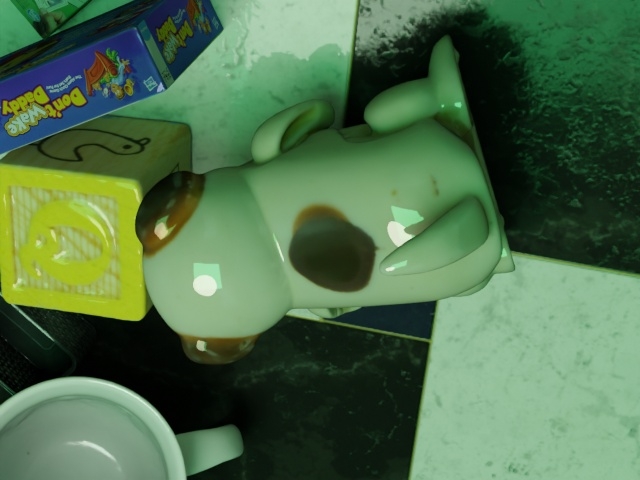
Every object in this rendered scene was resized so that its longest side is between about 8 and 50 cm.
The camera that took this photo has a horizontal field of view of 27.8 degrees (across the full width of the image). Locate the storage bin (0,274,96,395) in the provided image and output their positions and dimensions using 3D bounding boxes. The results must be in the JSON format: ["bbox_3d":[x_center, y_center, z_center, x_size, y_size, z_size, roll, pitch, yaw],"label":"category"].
[{"bbox_3d":[-0.417,0.124,1.792,0.180,0.084,0.122,43,117,-10],"label":"storage bin"}]

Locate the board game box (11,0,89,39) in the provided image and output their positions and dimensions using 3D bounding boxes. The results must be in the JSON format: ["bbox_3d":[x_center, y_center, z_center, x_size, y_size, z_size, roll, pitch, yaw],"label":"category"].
[{"bbox_3d":[-0.355,-0.426,1.531,0.213,0.046,0.317,-33,104,24],"label":"board game box"}]

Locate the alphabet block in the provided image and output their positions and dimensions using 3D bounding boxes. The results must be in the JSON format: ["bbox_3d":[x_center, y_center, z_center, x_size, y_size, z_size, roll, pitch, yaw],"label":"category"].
[{"bbox_3d":[-0.278,-0.035,1.617,0.193,0.197,0.193,5,116,10],"label":"alphabet block"}]

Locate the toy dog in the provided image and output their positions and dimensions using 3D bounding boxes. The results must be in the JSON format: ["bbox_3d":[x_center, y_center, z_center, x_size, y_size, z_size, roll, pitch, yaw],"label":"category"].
[{"bbox_3d":[0.000,0.000,1.472,0.408,0.395,0.284,-15,120,10],"label":"toy dog"}]

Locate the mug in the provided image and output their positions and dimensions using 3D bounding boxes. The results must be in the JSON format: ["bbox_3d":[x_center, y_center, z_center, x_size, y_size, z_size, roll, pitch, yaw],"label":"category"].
[{"bbox_3d":[-0.283,0.321,1.736,0.374,0.328,0.276,-16,81,-14],"label":"mug"}]

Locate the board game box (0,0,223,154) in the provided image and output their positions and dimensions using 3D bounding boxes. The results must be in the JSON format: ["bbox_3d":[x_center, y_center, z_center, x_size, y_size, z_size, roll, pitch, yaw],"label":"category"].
[{"bbox_3d":[-0.309,-0.191,1.528,0.347,0.233,0.078,-18,110,21],"label":"board game box"}]
